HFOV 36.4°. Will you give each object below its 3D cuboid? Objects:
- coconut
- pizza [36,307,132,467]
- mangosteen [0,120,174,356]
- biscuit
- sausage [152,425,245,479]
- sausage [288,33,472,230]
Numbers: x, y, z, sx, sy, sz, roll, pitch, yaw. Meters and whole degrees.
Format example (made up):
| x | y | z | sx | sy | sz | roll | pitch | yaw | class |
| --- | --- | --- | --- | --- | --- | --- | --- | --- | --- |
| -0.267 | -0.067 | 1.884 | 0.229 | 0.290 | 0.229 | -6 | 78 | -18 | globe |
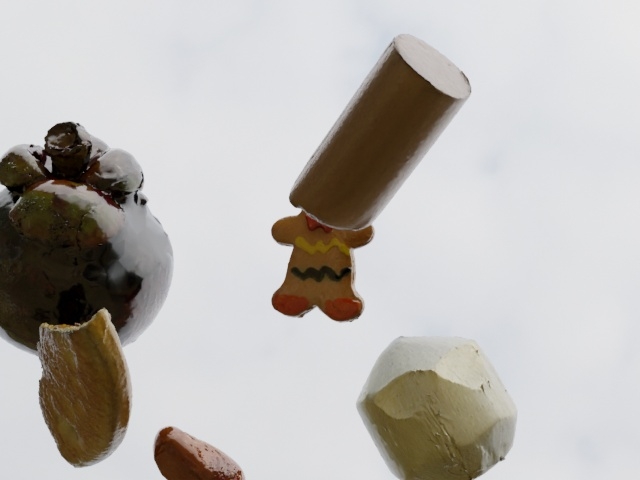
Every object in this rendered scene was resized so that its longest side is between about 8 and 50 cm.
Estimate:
| x | y | z | sx | sy | sz | roll | pitch | yaw | class |
| --- | --- | --- | --- | --- | --- | --- | --- | --- | --- |
| 0.186 | 0.269 | 1.596 | 0.245 | 0.245 | 0.247 | -33 | -96 | 37 | coconut |
| -0.367 | 0.226 | 1.504 | 0.182 | 0.074 | 0.365 | 32 | -47 | 27 | pizza |
| -0.464 | 0.009 | 1.771 | 0.381 | 0.381 | 0.421 | -11 | -82 | 31 | mangosteen |
| 0.000 | 0.000 | 1.502 | 0.165 | 0.250 | 0.036 | 3 | -16 | 14 | biscuit |
| -0.196 | 0.359 | 1.542 | 0.179 | 0.089 | 0.089 | 30 | -53 | 14 | sausage |
| 0.072 | -0.126 | 1.237 | 0.123 | 0.123 | 0.253 | 38 | -63 | 1 | sausage |
